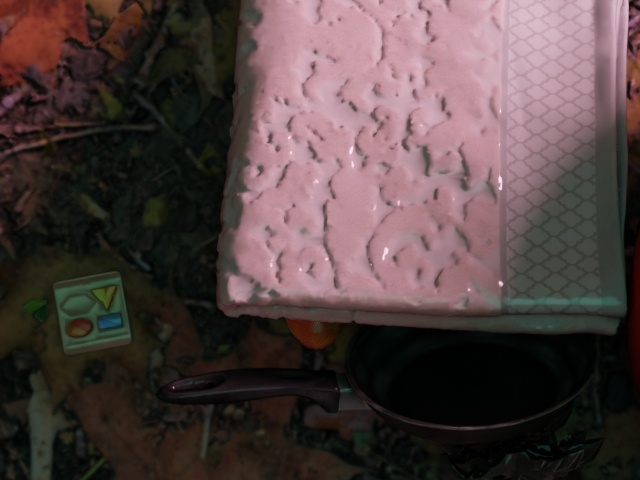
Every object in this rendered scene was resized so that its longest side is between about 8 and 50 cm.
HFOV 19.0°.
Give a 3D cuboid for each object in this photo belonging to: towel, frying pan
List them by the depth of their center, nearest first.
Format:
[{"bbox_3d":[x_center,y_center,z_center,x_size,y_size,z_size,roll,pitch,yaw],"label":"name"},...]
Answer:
[{"bbox_3d":[0.062,0.119,1.463,0.326,0.197,0.053,-21,123,-24],"label":"frying pan"},{"bbox_3d":[0.085,-0.086,1.504,0.317,0.053,0.331,4,62,0],"label":"towel"}]

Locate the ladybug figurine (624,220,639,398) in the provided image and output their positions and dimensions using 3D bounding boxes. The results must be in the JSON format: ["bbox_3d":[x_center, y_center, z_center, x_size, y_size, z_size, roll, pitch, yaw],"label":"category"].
[{"bbox_3d":[0.363,-0.011,1.468,0.305,0.162,0.449,30,83,-38],"label":"ladybug figurine"}]

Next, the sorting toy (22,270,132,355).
[{"bbox_3d":[-0.200,0.062,1.560,0.083,0.012,0.062,-11,84,-2],"label":"sorting toy"}]

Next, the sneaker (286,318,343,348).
[{"bbox_3d":[0.000,0.000,1.542,0.064,0.067,0.175,5,86,-2],"label":"sneaker"}]

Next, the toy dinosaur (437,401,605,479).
[{"bbox_3d":[0.170,0.251,1.484,0.322,0.164,0.218,-12,101,-23],"label":"toy dinosaur"}]
